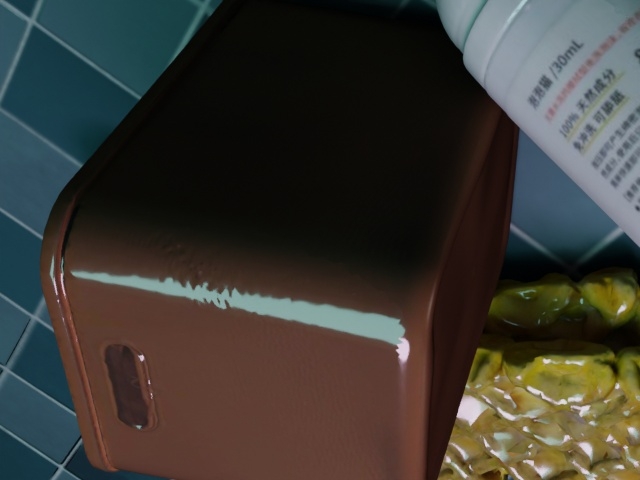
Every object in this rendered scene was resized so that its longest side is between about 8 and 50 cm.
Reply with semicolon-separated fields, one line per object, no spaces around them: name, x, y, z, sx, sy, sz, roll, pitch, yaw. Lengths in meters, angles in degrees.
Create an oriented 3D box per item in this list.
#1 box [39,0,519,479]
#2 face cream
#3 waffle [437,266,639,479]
box;0.000;0.000;0.782;0.230;0.339;0.239;10;131;15
face cream;0.161;-0.137;0.683;0.369;0.145;0.145;50;138;19
waffle;0.189;0.157;0.952;0.324;0.151;0.261;-11;117;29
